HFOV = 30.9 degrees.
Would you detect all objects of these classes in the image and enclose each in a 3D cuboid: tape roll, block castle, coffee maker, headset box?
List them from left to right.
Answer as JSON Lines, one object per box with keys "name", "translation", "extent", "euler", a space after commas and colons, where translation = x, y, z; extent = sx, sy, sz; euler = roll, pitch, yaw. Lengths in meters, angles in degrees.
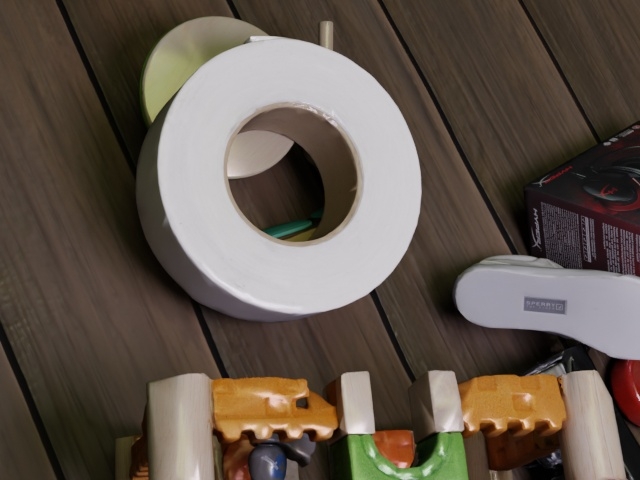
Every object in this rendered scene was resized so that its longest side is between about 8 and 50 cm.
{"name": "tape roll", "translation": [-0.043, -0.060, 1.193], "extent": [0.286, 0.100, 0.286], "euler": [4, 79, -21]}
{"name": "block castle", "translation": [0.035, 0.257, 1.062], "extent": [0.453, 0.303, 0.212], "euler": [2, 68, -18]}
{"name": "coffee maker", "translation": [0.291, 0.211, 1.277], "extent": [0.171, 0.120, 0.178], "euler": [-22, 77, -27]}
{"name": "headset box", "translation": [0.416, -0.023, 1.328], "extent": [0.218, 0.293, 0.110], "euler": [-28, 122, -27]}

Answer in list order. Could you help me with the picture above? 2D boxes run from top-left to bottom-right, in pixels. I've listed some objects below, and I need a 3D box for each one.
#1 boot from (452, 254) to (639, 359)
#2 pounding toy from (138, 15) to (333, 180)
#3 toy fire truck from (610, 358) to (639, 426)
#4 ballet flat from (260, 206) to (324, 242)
{"name": "boot", "translation": [0.284, 0.060, 1.292], "extent": [0.258, 0.095, 0.123], "euler": [11, 17, 17]}
{"name": "pounding toy", "translation": [-0.098, -0.149, 1.302], "extent": [0.237, 0.110, 0.183], "euler": [-5, 83, -23]}
{"name": "toy fire truck", "translation": [0.505, 0.182, 1.347], "extent": [0.254, 0.169, 0.302], "euler": [-15, 74, -36]}
{"name": "ballet flat", "translation": [0.000, 0.000, 1.302], "extent": [0.232, 0.080, 0.073], "euler": [-22, 104, -24]}
